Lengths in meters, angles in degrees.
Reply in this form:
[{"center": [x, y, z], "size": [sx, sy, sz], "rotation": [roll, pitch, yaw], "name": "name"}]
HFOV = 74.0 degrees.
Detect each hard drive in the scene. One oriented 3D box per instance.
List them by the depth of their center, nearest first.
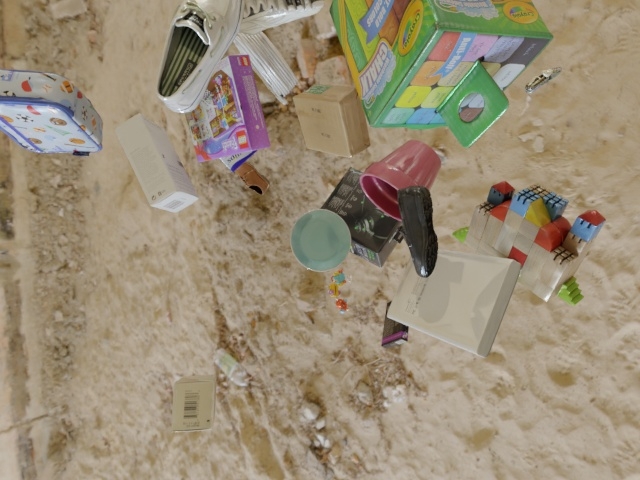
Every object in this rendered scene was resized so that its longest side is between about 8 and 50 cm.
[{"center": [0.331, 0.141, 1.118], "size": [0.353, 0.047, 0.233], "rotation": [10, 74, 65], "name": "hard drive"}]

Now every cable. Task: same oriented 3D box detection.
[{"center": [-0.181, -0.586, 1.378], "size": [0.089, 0.257, 0.257], "rotation": [-40, 81, 4], "name": "cable"}]

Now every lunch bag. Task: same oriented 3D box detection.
[{"center": [-0.732, -0.323, 1.121], "size": [0.303, 0.243, 0.115], "rotation": [122, 146, -74], "name": "lunch bag"}]

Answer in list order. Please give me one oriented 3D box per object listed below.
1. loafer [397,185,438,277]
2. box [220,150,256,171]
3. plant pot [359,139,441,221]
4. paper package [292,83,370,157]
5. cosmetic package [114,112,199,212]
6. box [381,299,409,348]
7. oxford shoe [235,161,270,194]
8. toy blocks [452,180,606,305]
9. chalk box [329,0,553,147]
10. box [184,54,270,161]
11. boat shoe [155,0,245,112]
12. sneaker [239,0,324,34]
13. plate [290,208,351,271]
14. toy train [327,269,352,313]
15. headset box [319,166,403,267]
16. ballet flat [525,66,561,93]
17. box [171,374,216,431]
[{"center": [0.227, -0.020, 1.003], "size": [0.078, 0.076, 0.223], "rotation": [4, 112, 41], "name": "loafer"}, {"center": [-0.308, -0.333, 1.472], "size": [0.126, 0.137, 0.072], "rotation": [-42, 47, -3], "name": "box"}, {"center": [0.245, -0.183, 1.228], "size": [0.201, 0.201, 0.180], "rotation": [32, 76, 36], "name": "plant pot"}, {"center": [0.059, -0.599, 2.109], "size": [0.324, 0.168, 0.310], "rotation": [23, 142, 41], "name": "paper package"}, {"center": [-0.411, -0.192, 1.075], "size": [0.085, 0.117, 0.231], "rotation": [-29, 81, 7], "name": "cosmetic package"}, {"center": [0.250, 0.263, 1.391], "size": [0.116, 0.029, 0.162], "rotation": [-43, 29, 55], "name": "box"}, {"center": [-0.305, -0.268, 1.773], "size": [0.076, 0.212, 0.076], "rotation": [-23, 40, 47], "name": "oxford shoe"}, {"center": [0.563, -0.029, 1.153], "size": [0.381, 0.190, 0.261], "rotation": [44, 146, 38], "name": "toy blocks"}, {"center": [0.152, -0.266, 0.567], "size": [0.180, 0.179, 0.289], "rotation": [128, 131, -59], "name": "chalk box"}, {"center": [-0.242, -0.305, 1.029], "size": [0.293, 0.057, 0.201], "rotation": [6, 112, 51], "name": "box"}, {"center": [-0.165, -0.288, 0.591], "size": [0.083, 0.076, 0.226], "rotation": [19, 97, -4], "name": "boat shoe"}, {"center": [-0.137, -0.584, 1.067], "size": [0.118, 0.292, 0.110], "rotation": [112, 147, -74], "name": "sneaker"}, {"center": [0.000, 0.000, 1.279], "size": [0.024, 0.188, 0.188], "rotation": [159, 101, -77], "name": "plate"}, {"center": [0.074, 0.201, 1.695], "size": [0.046, 0.125, 0.166], "rotation": [-16, 47, 38], "name": "toy train"}, {"center": [0.163, -0.079, 1.458], "size": [0.283, 0.131, 0.246], "rotation": [27, 74, 25], "name": "headset box"}, {"center": [0.698, -0.510, 1.336], "size": [0.114, 0.041, 0.041], "rotation": [-36, 71, 30], "name": "ballet flat"}, {"center": [-0.409, 0.527, 1.403], "size": [0.311, 0.121, 0.148], "rotation": [129, 140, -70], "name": "box"}]
